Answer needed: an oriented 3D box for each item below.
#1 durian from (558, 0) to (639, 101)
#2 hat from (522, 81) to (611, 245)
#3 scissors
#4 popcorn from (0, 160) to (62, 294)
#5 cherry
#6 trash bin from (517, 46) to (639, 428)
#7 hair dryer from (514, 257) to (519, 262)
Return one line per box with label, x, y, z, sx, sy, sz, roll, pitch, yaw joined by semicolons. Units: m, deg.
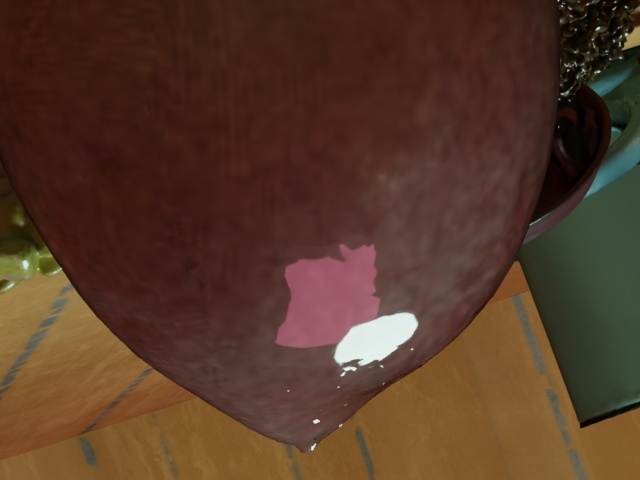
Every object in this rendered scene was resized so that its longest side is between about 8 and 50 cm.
durian;0.118;-0.119;1.086;0.148;0.091;0.188;-13;168;-38
hat;0.089;-0.063;1.297;0.205;0.089;0.205;-20;-146;14
scissors;0.253;-0.124;1.390;0.393;0.032;0.180;-26;-149;-5
popcorn;-0.167;-0.018;1.079;0.097;0.109;0.089;14;144;5
cherry;-0.006;-0.053;0.740;0.239;0.239;0.206;-10;160;-49
trash bin;0.268;-0.006;1.587;0.217;0.262;0.277;-18;173;-11
hair dryer;0.087;-0.024;1.826;0.271;0.091;0.235;6;167;-43
